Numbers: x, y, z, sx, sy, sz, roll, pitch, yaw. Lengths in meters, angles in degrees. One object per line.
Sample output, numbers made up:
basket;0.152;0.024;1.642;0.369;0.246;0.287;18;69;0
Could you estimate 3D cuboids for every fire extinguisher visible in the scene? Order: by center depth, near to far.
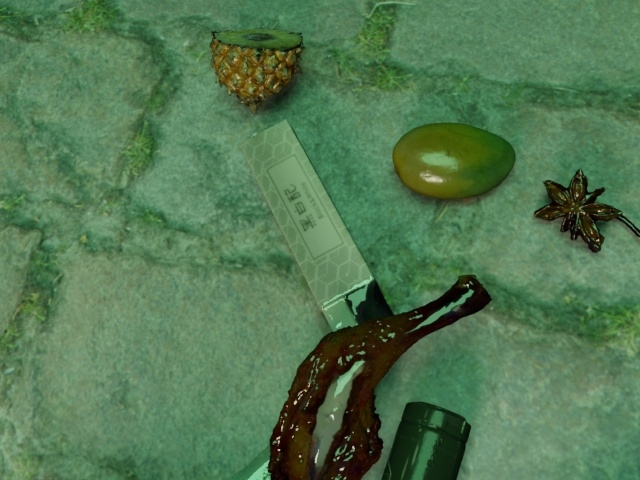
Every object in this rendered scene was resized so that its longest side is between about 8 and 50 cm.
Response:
fire extinguisher;0.112;0.374;0.905;0.095;0.114;0.311;-6;55;52

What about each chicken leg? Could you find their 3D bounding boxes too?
chicken leg;0.056;0.186;0.911;0.158;0.096;0.407;39;89;0

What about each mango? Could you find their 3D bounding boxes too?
mango;0.212;-0.128;1.118;0.194;0.092;0.130;-6;63;-3

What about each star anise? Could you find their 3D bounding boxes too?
star anise;0.415;-0.033;1.054;0.190;0.070;0.097;37;104;21

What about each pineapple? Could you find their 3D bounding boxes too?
pineapple;-0.112;-0.288;1.226;0.161;0.137;0.176;11;30;13

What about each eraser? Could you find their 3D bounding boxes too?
eraser;0.000;0.000;1.086;0.096;0.098;0.404;-28;64;2

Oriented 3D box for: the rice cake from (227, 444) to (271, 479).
rice cake;-0.039;0.310;0.984;0.226;0.040;0.085;-42;65;-10
